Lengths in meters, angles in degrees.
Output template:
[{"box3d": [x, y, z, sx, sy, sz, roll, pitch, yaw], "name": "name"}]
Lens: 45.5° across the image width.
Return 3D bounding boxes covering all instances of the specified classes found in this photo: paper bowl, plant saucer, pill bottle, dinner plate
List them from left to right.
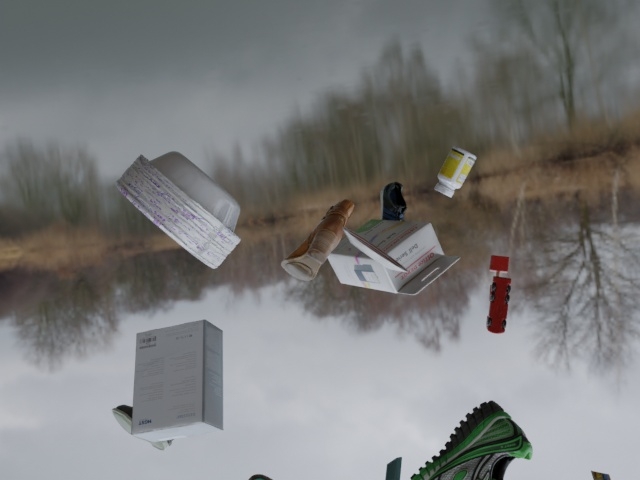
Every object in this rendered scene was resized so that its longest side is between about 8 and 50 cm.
[{"box3d": [-0.288, -0.082, 1.647, 0.148, 0.284, 0.284, -50, 180, -2], "name": "paper bowl"}, {"box3d": [0.094, 0.020, 1.357, 0.141, 0.017, 0.141, 33, -175, -3], "name": "dinner plate"}, {"box3d": [0.208, 0.728, 2.238, 0.018, 0.192, 0.067, 30, 132, -15], "name": "plant saucer"}, {"box3d": [0.325, -0.166, 1.853, 0.065, 0.116, 0.065, 27, -173, -4], "name": "pill bottle"}]

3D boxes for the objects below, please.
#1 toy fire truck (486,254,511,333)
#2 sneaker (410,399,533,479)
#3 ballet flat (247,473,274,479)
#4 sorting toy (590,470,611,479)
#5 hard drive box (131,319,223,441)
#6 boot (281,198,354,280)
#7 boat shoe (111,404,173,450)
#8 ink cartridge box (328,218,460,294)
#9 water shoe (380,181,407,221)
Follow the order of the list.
[{"box3d": [0.448, 0.135, 1.926, 0.047, 0.191, 0.135, 7, -179, 7], "name": "toy fire truck"}, {"box3d": [0.274, 0.485, 1.499, 0.146, 0.343, 0.134, 42, -176, 35], "name": "sneaker"}, {"box3d": [-0.112, 0.789, 2.217, 0.108, 0.316, 0.106, -33, -169, 4], "name": "ballet flat"}, {"box3d": [0.785, 0.675, 2.108, 0.062, 0.012, 0.083, 17, -146, -9], "name": "sorting toy"}, {"box3d": [-0.312, 0.309, 1.677, 0.181, 0.232, 0.089, -13, 151, 18], "name": "hard drive box"}, {"box3d": [0.000, 0.000, 1.648, 0.197, 0.073, 0.152, -31, -156, 56], "name": "boot"}, {"box3d": [-0.463, 0.483, 2.019, 0.228, 0.081, 0.069, 16, -136, 37], "name": "boat shoe"}, {"box3d": [0.203, 0.040, 2.182, 0.207, 0.119, 0.354, -36, -159, -26], "name": "ink cartridge box"}, {"box3d": [0.230, -0.082, 2.368, 0.073, 0.203, 0.080, -6, 171, -25], "name": "water shoe"}]
